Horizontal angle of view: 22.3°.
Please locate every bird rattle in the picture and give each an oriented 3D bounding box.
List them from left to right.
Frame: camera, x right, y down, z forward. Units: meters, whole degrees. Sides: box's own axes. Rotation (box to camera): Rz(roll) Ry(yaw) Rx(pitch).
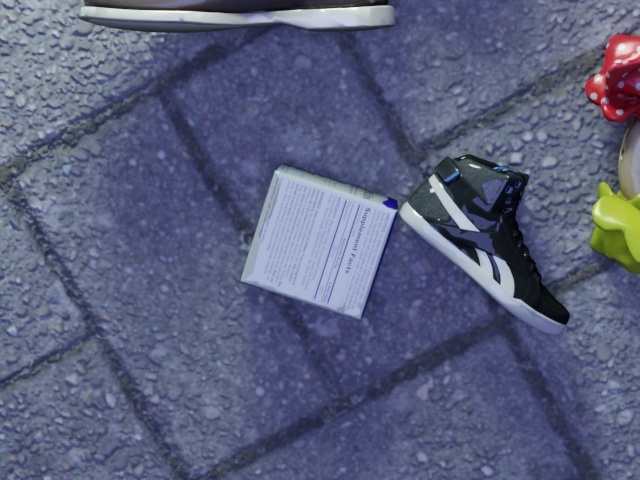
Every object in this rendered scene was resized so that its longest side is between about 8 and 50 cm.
[{"bbox_3d":[0.369,-0.088,1.688,0.207,0.143,0.253,8,87,-10],"label":"bird rattle"}]

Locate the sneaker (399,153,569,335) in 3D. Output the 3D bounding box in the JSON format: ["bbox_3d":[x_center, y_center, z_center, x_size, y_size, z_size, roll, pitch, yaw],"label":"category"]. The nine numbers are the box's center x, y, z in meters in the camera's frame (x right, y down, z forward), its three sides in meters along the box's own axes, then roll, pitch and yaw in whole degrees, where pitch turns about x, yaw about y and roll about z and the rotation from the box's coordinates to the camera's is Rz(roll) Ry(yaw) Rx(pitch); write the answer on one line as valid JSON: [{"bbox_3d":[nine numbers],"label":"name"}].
[{"bbox_3d":[0.201,-0.005,1.707,0.217,0.079,0.121,38,101,-2],"label":"sneaker"}]

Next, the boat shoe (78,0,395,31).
[{"bbox_3d":[-0.085,-0.263,1.665,0.324,0.116,0.096,-1,95,-1],"label":"boat shoe"}]

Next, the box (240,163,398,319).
[{"bbox_3d":[0.000,0.000,1.723,0.137,0.072,0.126,18,100,1],"label":"box"}]
